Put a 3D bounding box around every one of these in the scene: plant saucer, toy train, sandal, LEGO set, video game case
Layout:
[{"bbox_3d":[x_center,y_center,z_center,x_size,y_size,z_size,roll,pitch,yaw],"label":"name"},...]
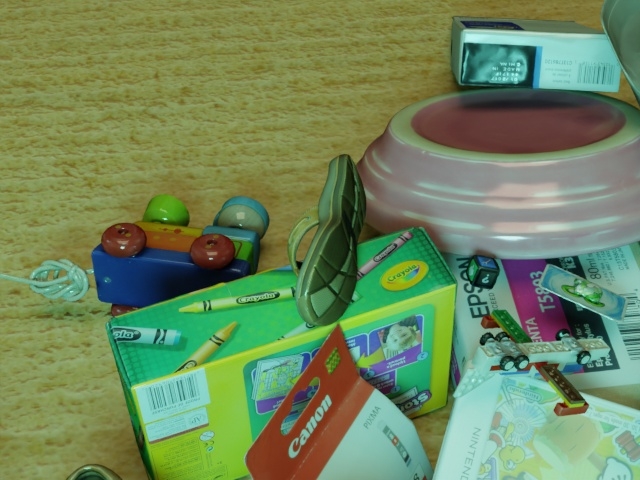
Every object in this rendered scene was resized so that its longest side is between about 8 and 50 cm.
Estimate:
[{"bbox_3d":[0.194,-0.083,1.061,0.332,0.084,0.332,-3,23,1],"label":"plant saucer"},{"bbox_3d":[-0.179,0.004,1.064,0.248,0.105,0.143,7,36,9],"label":"toy train"},{"bbox_3d":[0.000,0.000,0.849,0.049,0.072,0.180,-7,41,18],"label":"sandal"},{"bbox_3d":[0.217,0.096,0.857,0.244,0.060,0.182,25,30,11],"label":"LEGO set"},{"bbox_3d":[0.194,0.219,0.813,0.227,0.026,0.206,17,69,5],"label":"video game case"}]

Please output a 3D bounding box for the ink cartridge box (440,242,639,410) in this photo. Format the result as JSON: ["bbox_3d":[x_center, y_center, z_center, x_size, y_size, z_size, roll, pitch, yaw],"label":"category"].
[{"bbox_3d":[0.213,0.091,0.966,0.193,0.088,0.234,-5,47,-5],"label":"ink cartridge box"}]

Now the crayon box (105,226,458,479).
[{"bbox_3d":[-0.026,0.106,0.906,0.279,0.165,0.081,-17,47,-14],"label":"crayon box"}]

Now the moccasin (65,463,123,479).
[{"bbox_3d":[-0.140,0.325,0.707,0.139,0.147,0.380,-4,46,-2],"label":"moccasin"}]

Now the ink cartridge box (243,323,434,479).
[{"bbox_3d":[0.023,0.177,0.825,0.045,0.179,0.145,8,44,34],"label":"ink cartridge box"}]

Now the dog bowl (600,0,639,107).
[{"bbox_3d":[0.439,-0.196,0.966,0.349,0.102,0.348,-14,33,9],"label":"dog bowl"}]

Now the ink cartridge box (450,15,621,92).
[{"bbox_3d":[0.234,-0.219,1.222,0.165,0.065,0.332,3,15,5],"label":"ink cartridge box"}]
